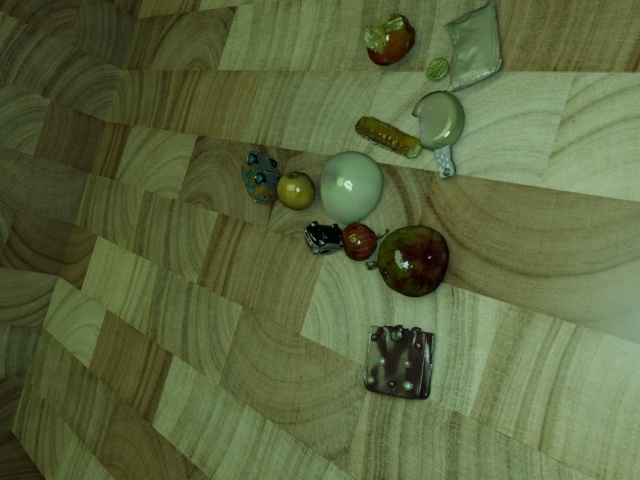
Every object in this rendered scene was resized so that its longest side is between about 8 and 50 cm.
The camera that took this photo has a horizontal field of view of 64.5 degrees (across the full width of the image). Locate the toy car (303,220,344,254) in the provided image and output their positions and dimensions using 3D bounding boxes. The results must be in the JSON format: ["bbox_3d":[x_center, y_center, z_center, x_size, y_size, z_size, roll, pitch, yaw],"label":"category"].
[{"bbox_3d":[0.000,0.000,1.724,0.108,0.210,0.089,-33,72,27],"label":"toy car"}]

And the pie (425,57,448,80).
[{"bbox_3d":[0.387,-0.563,1.673,0.084,0.021,0.084,-16,66,38],"label":"pie"}]

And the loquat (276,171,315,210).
[{"bbox_3d":[-0.091,-0.183,1.887,0.163,0.163,0.137,-6,39,38],"label":"loquat"}]

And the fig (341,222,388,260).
[{"bbox_3d":[0.134,-0.008,1.683,0.128,0.128,0.150,24,66,41],"label":"fig"}]

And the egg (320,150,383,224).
[{"bbox_3d":[0.089,-0.205,1.733,0.206,0.162,0.270,-19,68,36],"label":"egg"}]

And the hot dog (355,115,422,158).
[{"bbox_3d":[0.225,-0.355,1.723,0.289,0.068,0.083,36,95,40],"label":"hot dog"}]

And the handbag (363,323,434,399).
[{"bbox_3d":[0.234,0.362,1.529,0.203,0.074,0.216,0,78,39],"label":"handbag"}]

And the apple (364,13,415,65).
[{"bbox_3d":[0.243,-0.688,1.746,0.158,0.147,0.156,-4,43,29],"label":"apple"}]

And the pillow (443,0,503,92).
[{"bbox_3d":[0.473,-0.608,1.583,0.173,0.067,0.270,-11,72,31],"label":"pillow"}]

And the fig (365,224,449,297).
[{"bbox_3d":[0.235,0.058,1.555,0.321,0.217,0.216,-1,77,62],"label":"fig"}]

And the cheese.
[{"bbox_3d":[0.374,-0.325,1.584,0.163,0.082,0.286,-15,71,37],"label":"cheese"}]

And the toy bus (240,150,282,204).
[{"bbox_3d":[-0.239,-0.246,2.041,0.136,0.126,0.209,-46,55,32],"label":"toy bus"}]
